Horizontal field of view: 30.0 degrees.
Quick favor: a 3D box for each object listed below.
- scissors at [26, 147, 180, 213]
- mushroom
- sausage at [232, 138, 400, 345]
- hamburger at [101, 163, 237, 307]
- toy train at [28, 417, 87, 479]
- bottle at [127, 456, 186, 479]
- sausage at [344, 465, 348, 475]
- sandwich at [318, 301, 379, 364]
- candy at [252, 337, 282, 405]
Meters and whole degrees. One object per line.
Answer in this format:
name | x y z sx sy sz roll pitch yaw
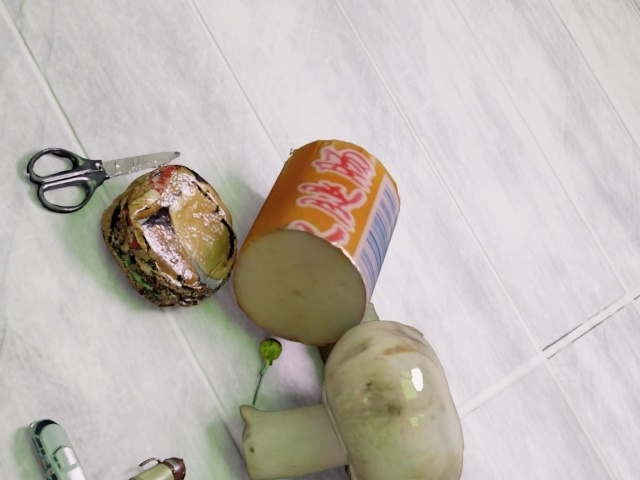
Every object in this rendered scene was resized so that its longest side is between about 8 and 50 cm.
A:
scissors | -0.340 -0.116 1.935 0.300 0.022 0.109 -18 82 -47
mushroom | 0.049 0.289 1.858 0.336 0.314 0.314 -9 65 1
sausage | 0.000 0.000 1.986 0.233 0.233 0.287 41 37 -14
hamburger | -0.234 -0.005 1.902 0.231 0.107 0.231 26 49 -34
toy train | -0.342 0.338 1.634 0.043 0.047 0.207 -16 77 -47
bottle | -0.234 0.347 1.728 0.101 0.047 0.063 -27 120 -51
sausage | 0.114 0.391 2.000 0.183 0.054 0.062 5 35 -33
sandwich | 0.055 0.176 2.057 0.094 0.096 0.258 -10 74 -50
candy | -0.093 0.214 1.949 0.035 0.035 0.123 40 54 -32
